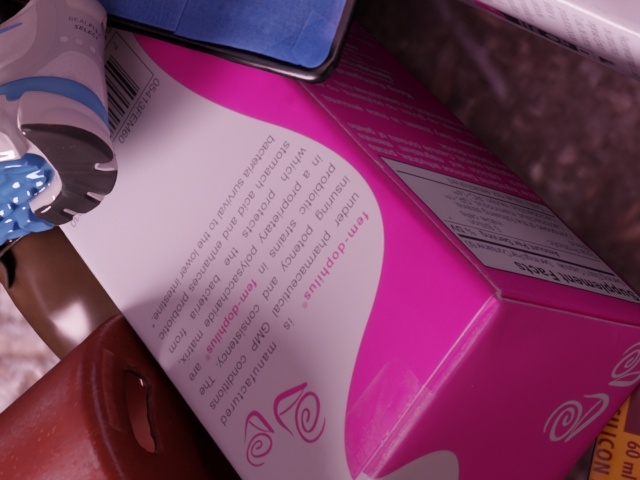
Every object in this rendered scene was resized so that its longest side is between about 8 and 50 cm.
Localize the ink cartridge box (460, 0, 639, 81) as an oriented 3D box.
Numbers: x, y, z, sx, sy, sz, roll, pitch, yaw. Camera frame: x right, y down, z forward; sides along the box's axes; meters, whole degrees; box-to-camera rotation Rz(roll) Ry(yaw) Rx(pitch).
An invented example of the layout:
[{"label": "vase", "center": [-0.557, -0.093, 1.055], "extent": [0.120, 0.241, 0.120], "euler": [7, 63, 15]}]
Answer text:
[{"label": "ink cartridge box", "center": [0.236, -0.162, 0.459], "extent": [0.330, 0.071, 0.324], "euler": [29, 89, 19]}]

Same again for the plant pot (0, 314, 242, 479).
[{"label": "plant pot", "center": [-0.088, 0.184, 0.591], "extent": [0.265, 0.272, 0.272], "euler": [-45, 79, 16]}]

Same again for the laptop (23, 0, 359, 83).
[{"label": "laptop", "center": [-0.135, -0.315, 0.510], "extent": [0.382, 0.236, 0.408], "euler": [19, 149, 32]}]

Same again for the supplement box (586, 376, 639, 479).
[{"label": "supplement box", "center": [0.191, 0.104, 0.556], "extent": [0.188, 0.081, 0.104], "euler": [12, 101, 21]}]

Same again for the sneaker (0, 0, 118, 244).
[{"label": "sneaker", "center": [-0.136, -0.036, 0.586], "extent": [0.191, 0.071, 0.083], "euler": [-21, 53, 39]}]

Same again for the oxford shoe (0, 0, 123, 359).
[{"label": "oxford shoe", "center": [-0.128, -0.008, 0.669], "extent": [0.083, 0.096, 0.227], "euler": [-40, 83, 20]}]

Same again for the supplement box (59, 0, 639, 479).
[{"label": "supplement box", "center": [0.000, 0.000, 0.565], "extent": [0.111, 0.114, 0.220], "euler": [-55, 50, 19]}]
